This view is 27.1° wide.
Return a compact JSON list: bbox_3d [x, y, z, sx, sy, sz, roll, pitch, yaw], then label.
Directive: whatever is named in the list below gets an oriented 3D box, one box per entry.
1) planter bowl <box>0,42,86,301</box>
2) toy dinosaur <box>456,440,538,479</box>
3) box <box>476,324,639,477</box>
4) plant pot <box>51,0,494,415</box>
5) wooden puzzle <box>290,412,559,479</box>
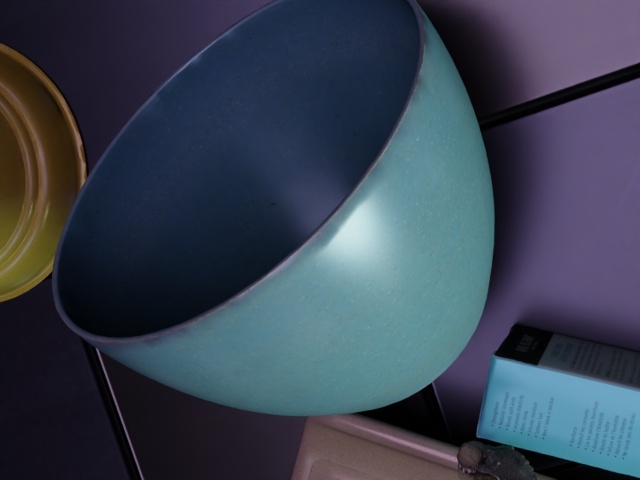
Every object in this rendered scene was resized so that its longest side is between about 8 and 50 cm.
[{"bbox_3d":[-0.296,-0.048,1.015,0.217,0.090,0.217,3,99,16],"label":"planter bowl"},{"bbox_3d":[0.181,0.233,0.826,0.268,0.064,0.118,31,102,14],"label":"toy dinosaur"},{"bbox_3d":[0.234,0.120,0.879,0.244,0.100,0.060,12,102,15],"label":"box"},{"bbox_3d":[0.000,0.000,0.865,0.290,0.290,0.195,-33,124,18],"label":"plant pot"},{"bbox_3d":[0.111,0.310,0.960,0.322,0.080,0.347,17,107,14],"label":"wooden puzzle"}]
